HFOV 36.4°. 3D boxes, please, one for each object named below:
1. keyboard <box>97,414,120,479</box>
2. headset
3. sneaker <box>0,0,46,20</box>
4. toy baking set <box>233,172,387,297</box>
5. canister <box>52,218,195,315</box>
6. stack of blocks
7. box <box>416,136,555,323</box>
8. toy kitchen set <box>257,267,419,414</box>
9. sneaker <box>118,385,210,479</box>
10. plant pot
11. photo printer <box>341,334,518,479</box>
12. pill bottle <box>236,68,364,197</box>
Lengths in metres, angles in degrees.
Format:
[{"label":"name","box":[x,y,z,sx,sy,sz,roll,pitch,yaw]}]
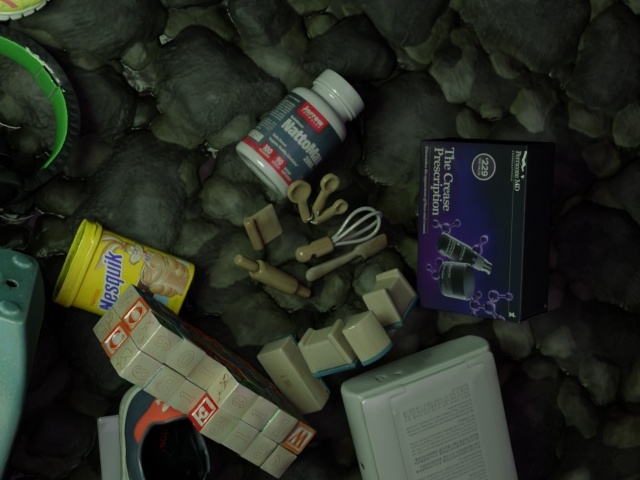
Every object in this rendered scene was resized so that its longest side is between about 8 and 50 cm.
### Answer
[{"label":"keyboard","box":[-0.293,0.387,1.479,0.072,0.014,0.256,-4,100,-11]},{"label":"headset","box":[-0.496,-0.122,1.235,0.394,0.185,0.243,-38,95,-40]},{"label":"sneaker","box":[-0.443,-0.341,1.258,0.208,0.094,0.081,-9,67,-17]},{"label":"toy baking set","box":[-0.006,0.004,1.453,0.197,0.030,0.256,-45,136,9]},{"label":"canister","box":[-0.280,0.057,1.397,0.169,0.073,0.126,22,93,-21]},{"label":"stack of blocks","box":[-0.160,0.198,1.358,0.087,0.171,0.297,-50,127,-1]},{"label":"box","box":[0.248,-0.021,1.479,0.103,0.184,0.261,-12,105,-54]},{"label":"toy kitchen set","box":[0.042,0.155,1.502,0.122,0.207,0.166,58,36,-16]},{"label":"sneaker","box":[-0.219,0.386,1.417,0.131,0.148,0.350,-14,104,-30]},{"label":"plant pot","box":[-0.470,0.131,1.213,0.247,0.247,0.252,21,117,-19]},{"label":"photo printer","box":[0.183,0.334,1.562,0.256,0.107,0.308,-19,107,-16]},{"label":"pill bottle","box":[-0.026,-0.160,1.423,0.180,0.108,0.108,-46,109,-6]}]
